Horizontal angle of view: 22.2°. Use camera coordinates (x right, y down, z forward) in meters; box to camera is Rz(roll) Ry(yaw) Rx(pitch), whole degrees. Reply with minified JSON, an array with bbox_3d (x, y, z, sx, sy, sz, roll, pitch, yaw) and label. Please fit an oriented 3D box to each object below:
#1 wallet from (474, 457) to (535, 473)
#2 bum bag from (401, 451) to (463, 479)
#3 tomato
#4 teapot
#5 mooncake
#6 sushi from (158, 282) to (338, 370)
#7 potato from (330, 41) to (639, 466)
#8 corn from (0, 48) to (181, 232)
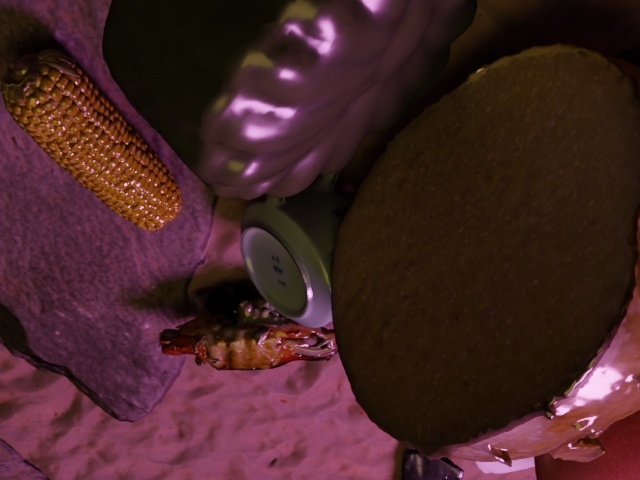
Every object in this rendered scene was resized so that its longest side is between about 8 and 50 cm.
[{"bbox_3d":[0.238,0.241,2.145,0.124,0.032,0.183,-17,134,19],"label":"wallet"},{"bbox_3d":[0.147,0.345,2.244,0.087,0.049,0.197,17,140,9],"label":"bum bag"},{"bbox_3d":[0.397,0.284,2.052,0.256,0.224,0.256,1,145,1],"label":"tomato"},{"bbox_3d":[0.000,0.000,1.847,0.159,0.159,0.232,-8,120,11],"label":"teapot"},{"bbox_3d":[-0.011,-0.203,1.483,0.194,0.356,0.356,49,133,17],"label":"mooncake"},{"bbox_3d":[-0.087,0.105,1.979,0.226,0.103,0.097,-5,162,4],"label":"sushi"},{"bbox_3d":[0.266,0.037,1.700,0.319,0.385,0.442,15,132,-41],"label":"potato"},{"bbox_3d":[-0.245,-0.106,1.771,0.091,0.091,0.260,-46,127,-7],"label":"corn"}]
